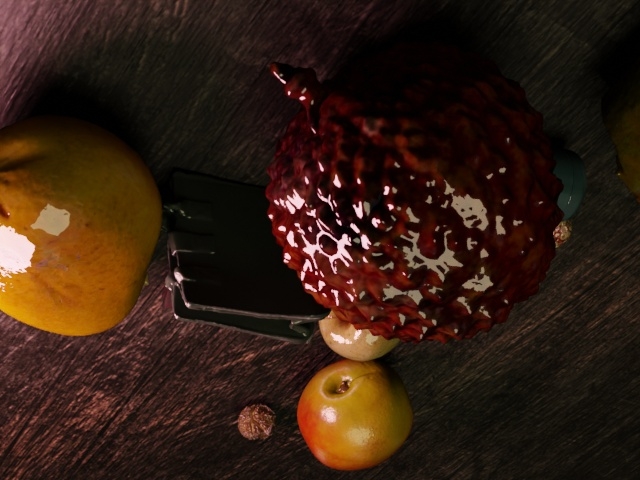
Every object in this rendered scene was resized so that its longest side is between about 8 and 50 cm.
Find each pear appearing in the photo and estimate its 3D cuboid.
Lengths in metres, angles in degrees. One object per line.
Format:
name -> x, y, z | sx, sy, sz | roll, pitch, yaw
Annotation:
pear -> 0.076, 0.131, 1.946 | 0.136, 0.167, 0.167 | -1, 141, -40

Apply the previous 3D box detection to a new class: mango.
mango -> -0.374, -0.005, 1.624 | 0.301, 0.220, 0.445 | -17, 150, -4

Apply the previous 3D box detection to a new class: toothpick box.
toothpick box -> 0.324, -0.098, 1.780 | 0.184, 0.120, 0.120 | 6, 136, -18

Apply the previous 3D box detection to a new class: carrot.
carrot -> 0.552, -0.183, 1.655 | 0.241, 0.241, 0.341 | 13, 130, -28

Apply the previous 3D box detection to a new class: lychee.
lychee -> 0.116, -0.081, 1.521 | 0.424, 0.424, 0.500 | -32, 119, 21

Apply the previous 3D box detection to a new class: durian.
durian -> -0.130, 0.372, 2.225 | 0.080, 0.080, 0.091 | -4, 142, -12

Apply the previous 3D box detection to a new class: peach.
peach -> 0.069, 0.338, 2.144 | 0.231, 0.231, 0.231 | -8, 140, -7

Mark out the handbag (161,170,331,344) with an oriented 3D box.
handbag -> -0.120, 0.026, 1.696 | 0.260, 0.247, 0.079 | 10, 140, -27

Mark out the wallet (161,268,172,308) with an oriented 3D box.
wallet -> -0.145, 0.054, 1.876 | 0.229, 0.049, 0.182 | 3, 134, -21

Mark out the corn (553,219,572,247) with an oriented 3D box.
corn -> 0.319, 0.013, 1.930 | 0.253, 0.086, 0.086 | -27, 138, 16
